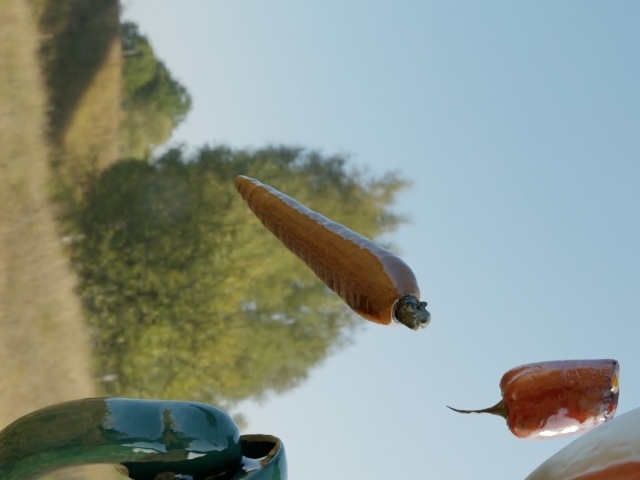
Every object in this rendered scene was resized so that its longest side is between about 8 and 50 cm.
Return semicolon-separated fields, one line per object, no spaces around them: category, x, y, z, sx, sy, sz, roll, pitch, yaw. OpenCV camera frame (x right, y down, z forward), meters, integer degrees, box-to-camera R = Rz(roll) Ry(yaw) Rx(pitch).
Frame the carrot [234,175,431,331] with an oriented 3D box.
carrot;0.000;0.000;1.117;0.336;0.069;0.069;38;-41;43

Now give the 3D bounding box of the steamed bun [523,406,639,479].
steamed bun;0.186;0.230;0.503;0.374;0.241;0.374;-35;-144;30

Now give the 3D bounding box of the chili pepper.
chili pepper;0.234;0.177;1.226;0.084;0.192;0.086;41;44;-77

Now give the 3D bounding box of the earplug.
earplug;-0.148;0.246;1.050;0.164;0.257;0.280;-8;-69;60
